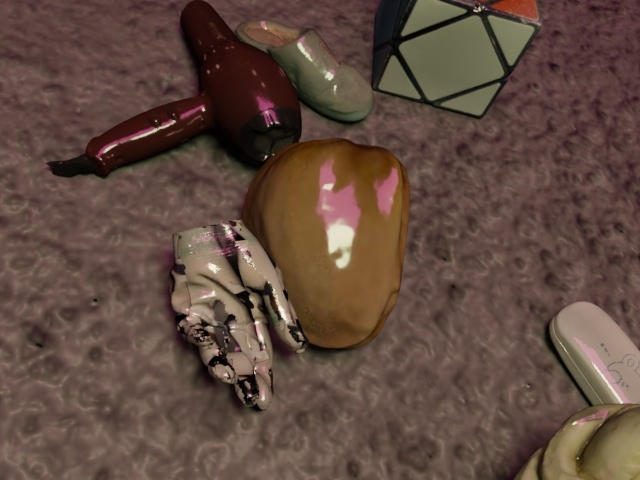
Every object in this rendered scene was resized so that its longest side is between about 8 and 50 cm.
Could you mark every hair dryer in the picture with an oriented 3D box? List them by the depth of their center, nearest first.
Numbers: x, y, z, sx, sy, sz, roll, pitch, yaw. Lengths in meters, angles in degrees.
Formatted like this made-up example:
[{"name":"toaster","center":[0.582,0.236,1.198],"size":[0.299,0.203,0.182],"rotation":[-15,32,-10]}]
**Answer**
[{"name":"hair dryer","center":[-0.220,-0.190,0.904],"size":[0.340,0.123,0.312],"rotation":[-26,58,-18]}]

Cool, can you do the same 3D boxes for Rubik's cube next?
[{"name":"Rubik's cube","center":[0.210,-0.357,1.068],"size":[0.207,0.205,0.205],"rotation":[11,55,-9]}]

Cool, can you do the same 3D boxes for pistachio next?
[{"name":"pistachio","center":[0.000,0.000,0.808],"size":[0.212,0.163,0.261],"rotation":[-2,73,26]}]

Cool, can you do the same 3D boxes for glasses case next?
[{"name":"glasses case","center":[0.390,0.185,0.861],"size":[0.092,0.059,0.233],"rotation":[-17,66,-28]}]

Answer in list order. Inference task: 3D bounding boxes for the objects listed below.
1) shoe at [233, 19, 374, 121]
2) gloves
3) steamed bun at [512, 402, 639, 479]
[{"name":"shoe","center":[-0.021,-0.280,1.008],"size":[0.251,0.100,0.103],"rotation":[30,53,6]},{"name":"gloves","center":[-0.098,0.086,0.749],"size":[0.127,0.111,0.212],"rotation":[-14,92,-30]},{"name":"steamed bun","center":[0.350,0.297,0.682],"size":[0.268,0.207,0.280],"rotation":[-24,85,12]}]
